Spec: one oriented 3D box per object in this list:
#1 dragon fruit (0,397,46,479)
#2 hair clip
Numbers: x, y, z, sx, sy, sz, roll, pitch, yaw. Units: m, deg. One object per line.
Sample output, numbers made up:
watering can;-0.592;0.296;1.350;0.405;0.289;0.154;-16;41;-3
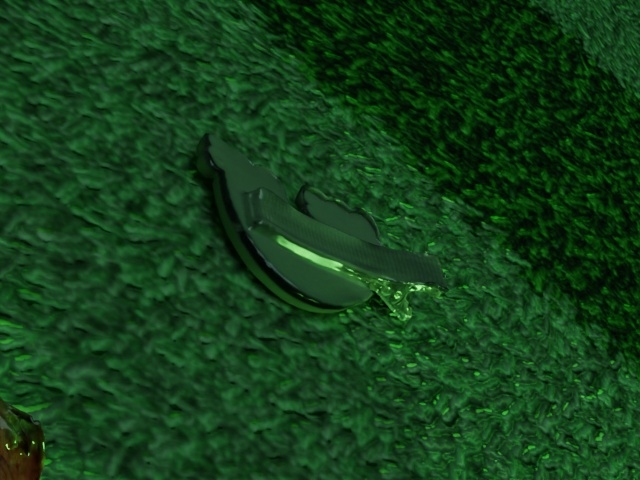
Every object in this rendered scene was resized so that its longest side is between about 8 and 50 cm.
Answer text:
dragon fruit;-0.218;0.120;0.507;0.224;0.227;0.224;24;34;-17
hair clip;0.000;0.000;1.113;0.220;0.054;0.140;24;39;-29
